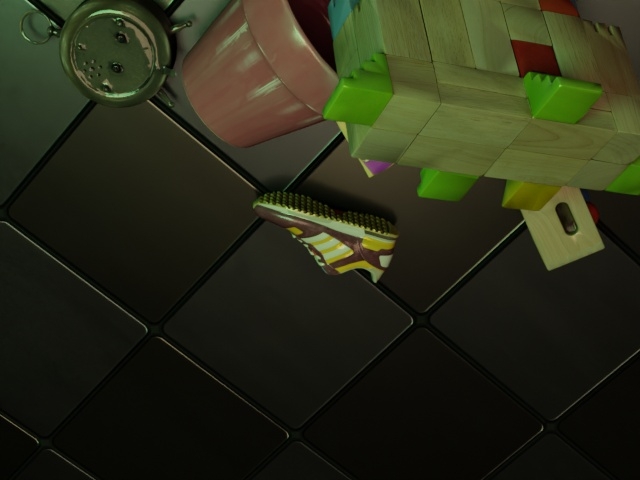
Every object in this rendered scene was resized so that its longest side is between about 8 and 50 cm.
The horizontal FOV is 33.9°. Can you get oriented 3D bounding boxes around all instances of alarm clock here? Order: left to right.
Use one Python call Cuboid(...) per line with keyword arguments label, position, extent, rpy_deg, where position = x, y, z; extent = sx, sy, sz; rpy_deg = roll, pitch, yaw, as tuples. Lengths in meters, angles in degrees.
Cuboid(label="alarm clock", position=(-0.252, -0.223, 1.206), extent=(0.192, 0.064, 0.129), rpy_deg=(15, 115, -2))

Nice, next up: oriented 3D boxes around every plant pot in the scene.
Cuboid(label="plant pot", position=(-0.046, -0.199, 1.150), extent=(0.180, 0.201, 0.201), rpy_deg=(-29, 112, 31))

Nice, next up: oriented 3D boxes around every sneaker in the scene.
Cuboid(label="sneaker", position=(0.000, 0.000, 1.299), extent=(0.185, 0.069, 0.084), rpy_deg=(16, 109, -5))

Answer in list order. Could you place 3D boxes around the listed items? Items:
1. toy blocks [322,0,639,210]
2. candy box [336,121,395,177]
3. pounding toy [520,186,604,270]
Cuboid(label="toy blocks", position=(0.162, -0.198, 1.066), extent=(0.381, 0.261, 0.191), rpy_deg=(5, 147, -22))
Cuboid(label="candy box", position=(0.110, -0.167, 1.227), extent=(0.186, 0.053, 0.109), rpy_deg=(-27, 112, 12))
Cuboid(label="pounding toy", position=(0.281, -0.058, 1.231), extent=(0.100, 0.130, 0.141), rpy_deg=(-24, 112, 12))
